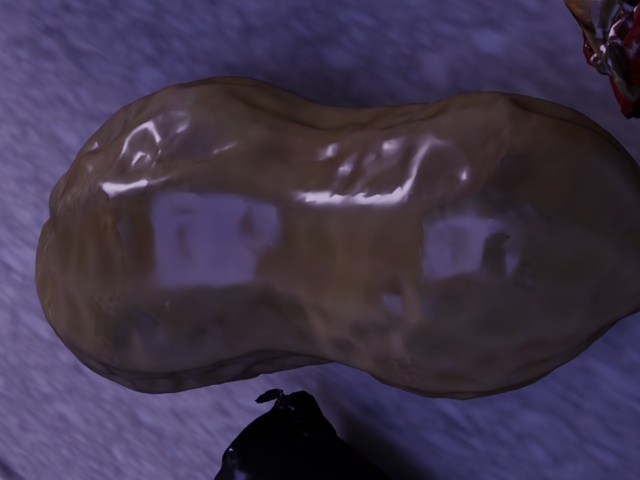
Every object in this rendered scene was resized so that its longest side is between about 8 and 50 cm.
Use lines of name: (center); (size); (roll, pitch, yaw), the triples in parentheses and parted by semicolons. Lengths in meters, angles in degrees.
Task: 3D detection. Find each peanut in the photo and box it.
peanut: (0.000, 0.000, 0.650); (0.313, 0.149, 0.149); (4, 111, 35)

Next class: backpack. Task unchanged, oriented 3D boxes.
backpack: (-0.020, 0.170, 0.755); (0.120, 0.106, 0.165); (35, 123, 15)

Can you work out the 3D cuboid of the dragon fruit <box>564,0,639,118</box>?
dragon fruit: (0.133, -0.109, 0.531); (0.162, 0.106, 0.083); (-38, 84, 42)
